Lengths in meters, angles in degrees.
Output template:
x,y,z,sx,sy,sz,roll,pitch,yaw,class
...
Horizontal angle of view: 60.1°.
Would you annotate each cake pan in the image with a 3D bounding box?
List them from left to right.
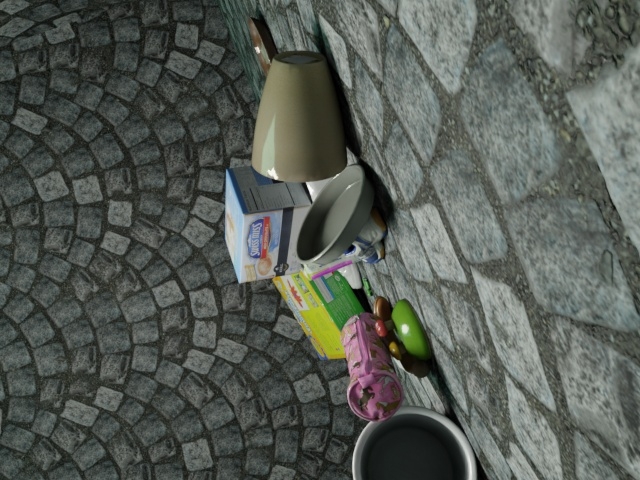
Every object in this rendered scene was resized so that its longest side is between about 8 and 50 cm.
x,y,z,sx,sy,sz,roll,pitch,yaw,class
0.038,-0.059,1.417,0.054,0.293,0.293,31,-171,-21,cake pan

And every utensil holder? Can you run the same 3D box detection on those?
x,y,z,sx,sy,sz,roll,pitch,yaw,class
0.270,0.679,1.641,0.385,0.328,0.327,73,173,-66,utensil holder

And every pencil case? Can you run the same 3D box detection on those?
x,y,z,sx,sy,sz,roll,pitch,yaw,class
0.144,0.359,1.625,0.167,0.160,0.386,29,-164,-11,pencil case

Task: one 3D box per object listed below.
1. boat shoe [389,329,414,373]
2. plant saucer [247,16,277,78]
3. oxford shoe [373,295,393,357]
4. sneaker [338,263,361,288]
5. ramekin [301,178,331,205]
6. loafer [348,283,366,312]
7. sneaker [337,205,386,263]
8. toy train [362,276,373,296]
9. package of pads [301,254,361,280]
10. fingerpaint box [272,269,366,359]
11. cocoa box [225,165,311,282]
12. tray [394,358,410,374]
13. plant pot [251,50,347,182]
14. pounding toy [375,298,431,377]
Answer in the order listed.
x,y,z,sx,sy,sz,roll,pitch,yaw,class
0.267,0.350,1.728,0.059,0.063,0.170,40,-159,-42,boat shoe
-0.209,-0.732,2.184,0.310,0.050,0.310,158,90,-86,plant saucer
0.236,0.281,1.820,0.076,0.076,0.212,-15,95,55,oxford shoe
0.052,0.088,2.246,0.108,0.169,0.292,-137,24,-74,sneaker
0.006,-0.195,1.767,0.273,0.127,0.272,158,90,-86,ramekin
0.182,0.335,2.499,0.109,0.095,0.302,-31,85,54,loafer
0.105,-0.001,1.558,0.296,0.131,0.111,77,168,-66,sneaker
0.182,0.179,2.125,0.024,0.017,0.083,31,144,65,toy train
0.000,0.000,2.074,0.296,0.229,0.101,-117,8,-49,package of pads
0.016,0.291,2.434,0.444,0.163,0.371,58,154,0,fingerpaint box
-0.191,-0.059,1.876,0.347,0.228,0.231,101,152,-46,cocoa box
0.262,0.382,2.070,0.270,0.030,0.145,-125,13,-68,tray
-0.051,-0.325,1.397,0.256,0.257,0.273,-119,25,-52,plant pot
0.228,0.286,1.580,0.236,0.110,0.182,74,172,-45,pounding toy
